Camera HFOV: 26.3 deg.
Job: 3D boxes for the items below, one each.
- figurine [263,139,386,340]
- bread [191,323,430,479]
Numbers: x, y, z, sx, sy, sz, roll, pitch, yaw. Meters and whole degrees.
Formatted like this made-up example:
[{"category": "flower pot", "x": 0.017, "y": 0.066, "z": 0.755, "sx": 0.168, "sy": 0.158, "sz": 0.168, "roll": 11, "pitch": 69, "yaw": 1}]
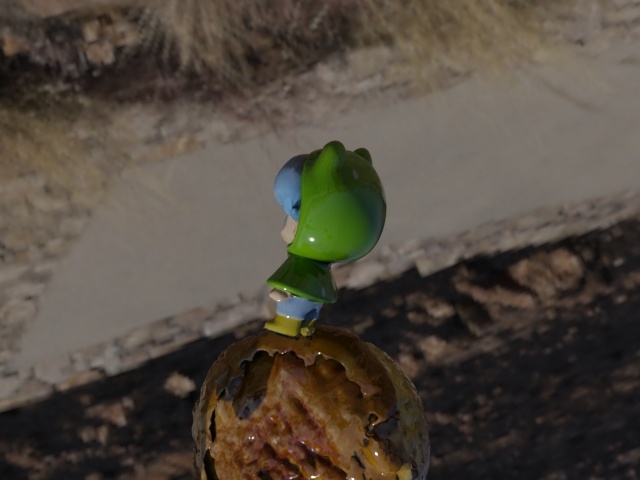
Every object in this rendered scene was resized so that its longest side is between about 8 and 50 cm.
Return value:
[{"category": "figurine", "x": 0.000, "y": 0.000, "z": 1.787, "sx": 0.162, "sy": 0.143, "sz": 0.263, "roll": 10, "pitch": 99, "yaw": -59}, {"category": "bread", "x": -0.009, "y": 0.284, "z": 1.927, "sx": 0.358, "sy": 0.336, "sz": 0.204, "roll": -16, "pitch": 174, "yaw": 32}]
